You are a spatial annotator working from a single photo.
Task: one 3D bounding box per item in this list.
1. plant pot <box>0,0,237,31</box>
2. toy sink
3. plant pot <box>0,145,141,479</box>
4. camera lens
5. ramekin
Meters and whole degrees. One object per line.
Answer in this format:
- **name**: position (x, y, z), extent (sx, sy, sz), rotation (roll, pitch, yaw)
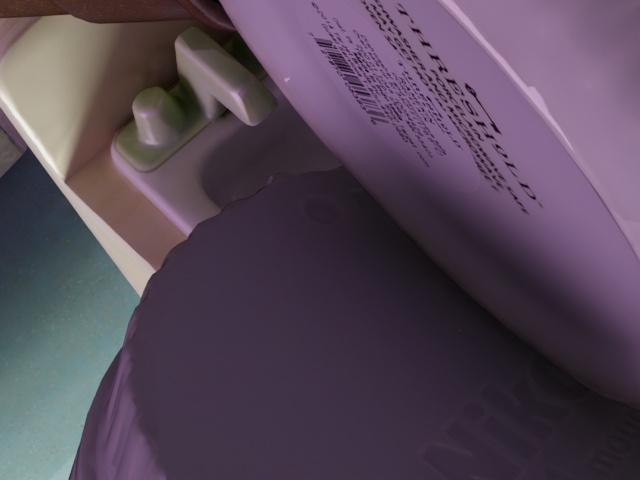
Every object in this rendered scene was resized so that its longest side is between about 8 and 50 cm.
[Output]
- **plant pot**: position (-0.107, -0.126, 0.507), extent (0.167, 0.165, 0.167), rotation (-6, -90, -72)
- **toy sink**: position (0.015, -0.014, 0.662), extent (0.131, 0.153, 0.234), rotation (41, 167, 36)
- **plant pot**: position (-0.183, 0.091, 1.448), extent (0.341, 0.334, 0.341), rotation (47, 170, 11)
- **camera lens**: position (0.028, 0.145, 0.530), extent (0.219, 0.219, 0.274), rotation (42, 135, 34)
- **ramekin**: position (0.058, -0.058, 0.411), extent (0.207, 0.109, 0.207), rotation (46, 171, 10)
